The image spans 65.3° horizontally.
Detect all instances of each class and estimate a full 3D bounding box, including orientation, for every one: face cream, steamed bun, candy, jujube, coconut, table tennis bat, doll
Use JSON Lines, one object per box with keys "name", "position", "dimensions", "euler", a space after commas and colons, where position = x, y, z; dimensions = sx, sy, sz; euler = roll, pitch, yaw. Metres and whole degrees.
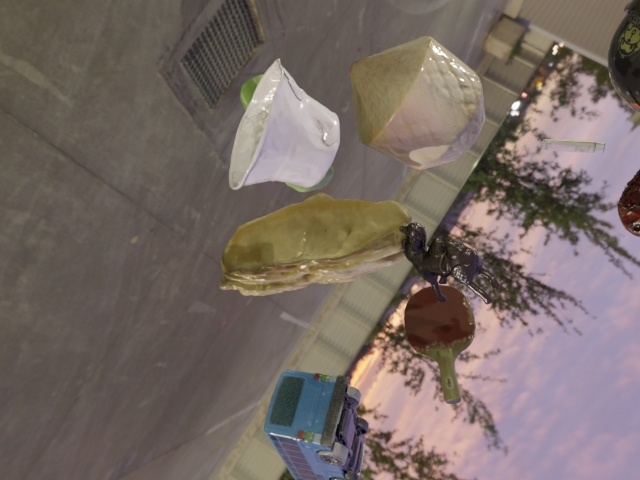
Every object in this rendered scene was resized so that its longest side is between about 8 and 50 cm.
{"name": "face cream", "position": [0.499, -0.188, 0.991], "dimensions": [0.038, 0.115, 0.020], "euler": [53, 49, -61]}
{"name": "steamed bun", "position": [0.000, 0.000, 1.096], "dimensions": [0.189, 0.428, 0.247], "euler": [56, 24, -54]}
{"name": "candy", "position": [-0.090, -0.274, 1.249], "dimensions": [0.132, 0.343, 0.142], "euler": [-26, 152, -4]}
{"name": "jujube", "position": [0.549, -0.081, 0.810], "dimensions": [0.166, 0.104, 0.104], "euler": [-52, 169, -18]}
{"name": "coconut", "position": [0.210, -0.325, 1.166], "dimensions": [0.328, 0.329, 0.329], "euler": [-56, 170, -15]}
{"name": "table tennis bat", "position": [0.225, 0.182, 0.920], "dimensions": [0.022, 0.131, 0.234], "euler": [61, 21, -48]}
{"name": "doll", "position": [0.201, 0.033, 0.831], "dimensions": [0.057, 0.165, 0.139], "euler": [-48, -158, -27]}

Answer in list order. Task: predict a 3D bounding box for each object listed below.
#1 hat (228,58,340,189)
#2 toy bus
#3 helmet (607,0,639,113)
{"name": "hat", "position": [-0.049, -0.153, 0.753], "dimensions": [0.203, 0.126, 0.203], "euler": [-47, -148, 42]}
{"name": "toy bus", "position": [0.000, 0.313, 0.800], "dimensions": [0.234, 0.134, 0.116], "euler": [76, 24, -45]}
{"name": "helmet", "position": [0.587, -0.297, 0.846], "dimensions": [0.160, 0.279, 0.230], "euler": [-52, -149, 31]}
